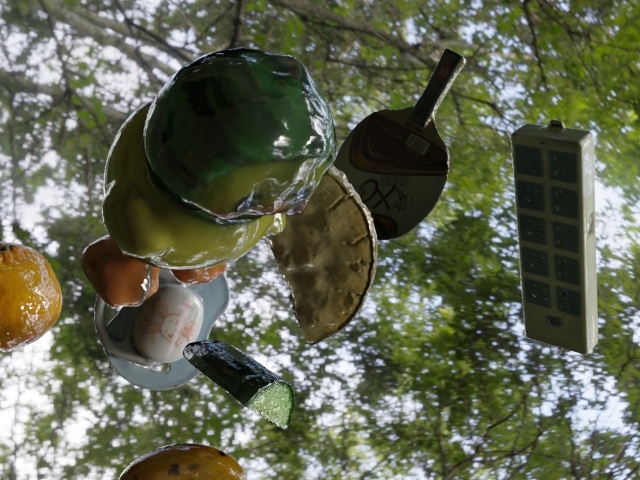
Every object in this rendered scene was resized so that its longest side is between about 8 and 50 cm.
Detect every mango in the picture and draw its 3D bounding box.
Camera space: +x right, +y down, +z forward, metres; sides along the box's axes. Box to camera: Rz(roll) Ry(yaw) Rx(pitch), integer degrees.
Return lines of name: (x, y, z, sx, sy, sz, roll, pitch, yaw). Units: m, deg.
mango: (-0.189, 0.330, 1.148, 0.178, 0.090, 0.115, -18, -122, -7)

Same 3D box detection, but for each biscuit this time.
biscuit: (0.000, 0.001, 1.046, 0.141, 0.038, 0.290, -12, -65, 15)

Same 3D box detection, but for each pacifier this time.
pacifier: (-0.310, 0.137, 1.651, 0.238, 0.226, 0.287, 17, -88, -11)

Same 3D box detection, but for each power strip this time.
power strip: (0.331, 0.010, 1.196, 0.106, 0.043, 0.367, 15, -53, 41)

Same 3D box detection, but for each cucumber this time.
cucumber: (-0.128, 0.196, 1.275, 0.243, 0.115, 0.063, 22, -106, 48)

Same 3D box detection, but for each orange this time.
orange: (-0.483, 0.082, 1.304, 0.155, 0.177, 0.178, -48, -119, 30)

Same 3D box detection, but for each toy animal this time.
toy animal: (-0.124, -0.076, 0.901, 0.338, 0.216, 0.191, -41, -112, 48)

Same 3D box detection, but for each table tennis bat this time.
table tennis bat: (0.126, -0.140, 1.260, 0.173, 0.022, 0.301, 33, -81, 19)
